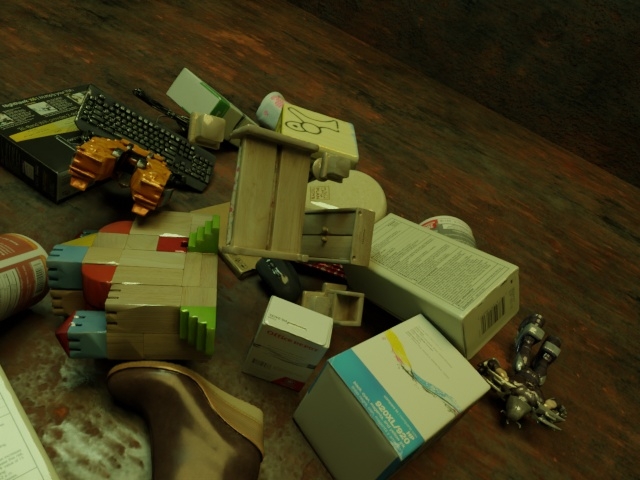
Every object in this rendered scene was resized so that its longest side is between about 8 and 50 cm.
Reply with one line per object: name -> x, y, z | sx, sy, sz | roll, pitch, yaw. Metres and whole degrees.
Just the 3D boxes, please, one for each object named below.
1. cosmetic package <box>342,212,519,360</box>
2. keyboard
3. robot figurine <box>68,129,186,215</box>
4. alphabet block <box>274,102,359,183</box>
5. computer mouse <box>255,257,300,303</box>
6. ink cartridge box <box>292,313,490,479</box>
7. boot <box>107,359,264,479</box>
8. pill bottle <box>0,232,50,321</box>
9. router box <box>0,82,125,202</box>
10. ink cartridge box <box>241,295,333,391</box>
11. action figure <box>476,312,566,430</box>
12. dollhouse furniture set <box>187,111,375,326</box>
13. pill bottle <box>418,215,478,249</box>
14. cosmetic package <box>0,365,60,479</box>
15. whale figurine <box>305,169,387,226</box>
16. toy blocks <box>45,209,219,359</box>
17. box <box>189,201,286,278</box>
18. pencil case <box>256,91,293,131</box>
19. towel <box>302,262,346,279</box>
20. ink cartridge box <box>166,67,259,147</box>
cosmetic package -> 0.198, 0.073, 0.912 | 0.160, 0.113, 0.309 | -34, 37, -22
keyboard -> -0.377, -0.254, 1.092 | 0.317, 0.033, 0.202 | 28, 48, -37
robot figurine -> -0.360, -0.131, 0.892 | 0.211, 0.085, 0.291 | 26, 6, -19
alphabet block -> -0.031, -0.208, 1.230 | 0.197, 0.193, 0.192 | 15, 37, -13
computer mouse -> -0.116, 0.022, 0.968 | 0.071, 0.041, 0.242 | -32, 78, -13
ink cartridge box -> 0.113, 0.259, 0.763 | 0.232, 0.171, 0.168 | -16, 53, -40
boot -> -0.197, 0.280, 0.630 | 0.248, 0.090, 0.207 | 23, 35, -8
pill bottle -> -0.480, 0.065, 0.644 | 0.121, 0.121, 0.216 | 25, 11, -1
router box -> -0.543, -0.230, 1.058 | 0.243, 0.081, 0.309 | 33, 38, 9
ink cartridge box -> -0.056, 0.173, 0.787 | 0.109, 0.150, 0.063 | 22, 41, -5
action figure -> 0.428, 0.281, 0.985 | 0.185, 0.099, 0.285 | 42, 43, 10
dollhouse furniture set -> -0.097, -0.012, 0.821 | 0.355, 0.303, 0.173 | 10, -6, -38
pill bottle -> 0.291, 0.086, 1.081 | 0.161, 0.161, 0.283 | 18, 37, -10
cosmetic package -> -0.389, 0.261, 0.514 | 0.153, 0.129, 0.296 | -20, 56, -42
whale figurine -> 0.011, -0.062, 1.080 | 0.272, 0.141, 0.216 | -2, 56, -2
toy blocks -> -0.299, 0.056, 0.764 | 0.260, 0.191, 0.381 | 3, 29, -13
box -> -0.170, -0.012, 1.056 | 0.164, 0.021, 0.201 | -20, 55, -43
pencil case -> -0.067, -0.327, 1.421 | 0.273, 0.113, 0.124 | 41, 20, 21
towel -> 0.000, 0.000, 1.108 | 0.274, 0.031, 0.199 | 20, 33, -14
ink cartridge box -> -0.278, -0.342, 1.265 | 0.153, 0.087, 0.208 | 42, 8, 21
